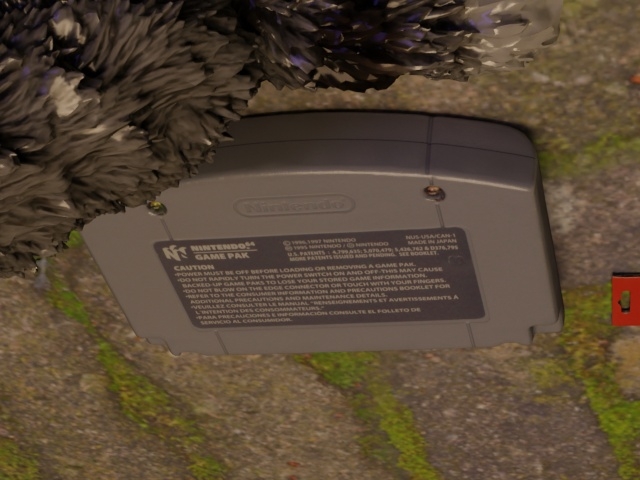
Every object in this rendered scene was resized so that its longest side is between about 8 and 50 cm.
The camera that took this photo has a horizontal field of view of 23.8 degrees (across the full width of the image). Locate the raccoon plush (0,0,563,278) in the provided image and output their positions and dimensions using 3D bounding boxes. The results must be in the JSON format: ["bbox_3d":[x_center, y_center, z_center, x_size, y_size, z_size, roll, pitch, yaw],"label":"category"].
[{"bbox_3d":[-0.117,-0.045,0.723,0.446,0.299,0.216,-6,141,18],"label":"raccoon plush"}]

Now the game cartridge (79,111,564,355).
[{"bbox_3d":[0.000,0.000,0.971,0.294,0.060,0.196,-2,146,14],"label":"game cartridge"}]

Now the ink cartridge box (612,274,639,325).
[{"bbox_3d":[0.252,0.050,1.009,0.115,0.029,0.063,-1,143,11],"label":"ink cartridge box"}]
